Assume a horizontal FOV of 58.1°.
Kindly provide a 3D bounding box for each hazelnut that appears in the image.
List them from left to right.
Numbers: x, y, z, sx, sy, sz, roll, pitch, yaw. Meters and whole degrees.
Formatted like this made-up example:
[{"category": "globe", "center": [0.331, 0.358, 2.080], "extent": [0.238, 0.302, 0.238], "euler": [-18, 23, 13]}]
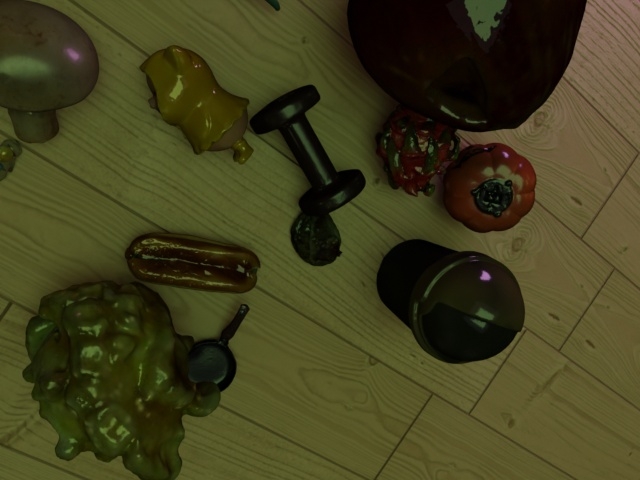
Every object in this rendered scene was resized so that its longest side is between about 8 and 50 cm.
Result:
[{"category": "hazelnut", "center": [0.239, -0.388, 0.978], "extent": [0.402, 0.402, 0.429], "euler": [59, 44, -19]}]

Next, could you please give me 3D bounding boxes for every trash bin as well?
[{"category": "trash bin", "center": [0.246, 0.114, 1.108], "extent": [0.214, 0.334, 0.214], "euler": [-4, 102, -18]}]

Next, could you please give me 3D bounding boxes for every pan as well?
[{"category": "pan", "center": [-0.201, 0.209, 1.140], "extent": [0.115, 0.040, 0.212], "euler": [27, 99, -20]}]

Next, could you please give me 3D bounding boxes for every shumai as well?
[{"category": "shumai", "center": [-0.001, 0.001, 1.136], "extent": [0.099, 0.087, 0.123], "euler": [-31, 107, -8]}]

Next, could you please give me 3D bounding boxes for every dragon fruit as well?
[{"category": "dragon fruit", "center": [0.188, -0.180, 1.135], "extent": [0.167, 0.160, 0.171], "euler": [-11, 126, -52]}]

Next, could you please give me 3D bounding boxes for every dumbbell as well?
[{"category": "dumbbell", "center": [-0.021, -0.164, 1.068], "extent": [0.124, 0.140, 0.225], "euler": [-39, 111, -24]}]

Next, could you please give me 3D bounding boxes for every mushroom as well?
[{"category": "mushroom", "center": [-0.448, -0.271, 0.903], "extent": [0.207, 0.209, 0.206], "euler": [-2, 67, 4]}]

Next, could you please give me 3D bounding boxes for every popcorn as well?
[{"category": "popcorn", "center": [-0.351, 0.229, 0.972], "extent": [0.274, 0.279, 0.335], "euler": [-28, 112, -53]}]

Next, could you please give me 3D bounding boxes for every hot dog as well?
[{"category": "hot dog", "center": [-0.236, 0.042, 1.081], "extent": [0.250, 0.068, 0.100], "euler": [11, 85, -22]}]

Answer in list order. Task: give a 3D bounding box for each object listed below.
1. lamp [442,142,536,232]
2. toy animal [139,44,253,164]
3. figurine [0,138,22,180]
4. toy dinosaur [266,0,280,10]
[{"category": "lamp", "center": [0.343, -0.110, 1.185], "extent": [0.188, 0.164, 0.187], "euler": [2, 107, 6]}, {"category": "toy animal", "center": [-0.202, -0.231, 0.992], "extent": [0.156, 0.156, 0.229], "euler": [-41, 112, -6]}, {"category": "figurine", "center": [-0.535, -0.131, 0.960], "extent": [0.047, 0.051, 0.083], "euler": [36, 89, -26]}, {"category": "toy dinosaur", "center": [-0.263, -0.556, 0.953], "extent": [0.331, 0.129, 0.383], "euler": [-1, 128, 14]}]
